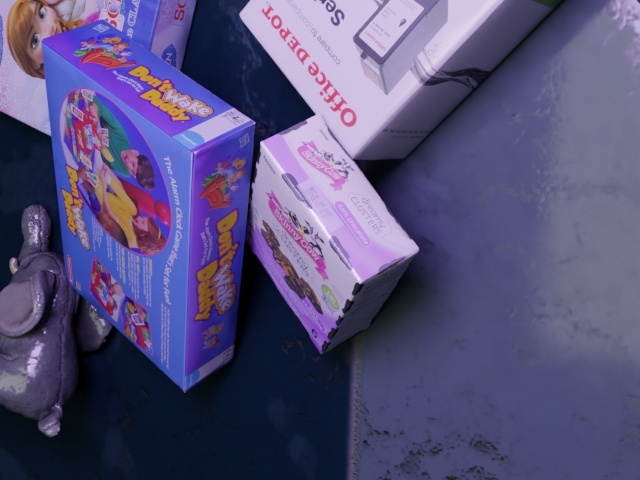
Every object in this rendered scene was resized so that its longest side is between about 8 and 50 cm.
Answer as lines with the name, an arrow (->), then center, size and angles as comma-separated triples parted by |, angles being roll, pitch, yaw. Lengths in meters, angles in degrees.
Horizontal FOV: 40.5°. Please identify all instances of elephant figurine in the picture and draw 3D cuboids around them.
elephant figurine -> -0.359, 0.093, 1.120 | 0.186, 0.169, 0.239 | 23, 92, -1

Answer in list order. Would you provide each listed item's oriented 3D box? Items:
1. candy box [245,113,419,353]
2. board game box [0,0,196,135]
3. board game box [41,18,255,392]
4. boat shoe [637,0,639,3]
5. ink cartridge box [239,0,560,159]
candy box -> 0.000, 0.000, 0.857 | 0.165, 0.070, 0.196 | 55, 157, 16
board game box -> -0.301, -0.287, 1.083 | 0.318, 0.066, 0.319 | 25, 108, 28
board game box -> -0.190, -0.028, 0.945 | 0.233, 0.078, 0.347 | 37, 139, 26
boat shoe -> 0.262, -0.329, 0.703 | 0.109, 0.089, 0.258 | -17, 86, 33
ink cartridge box -> 0.084, -0.235, 0.812 | 0.273, 0.114, 0.198 | -45, 72, 28
